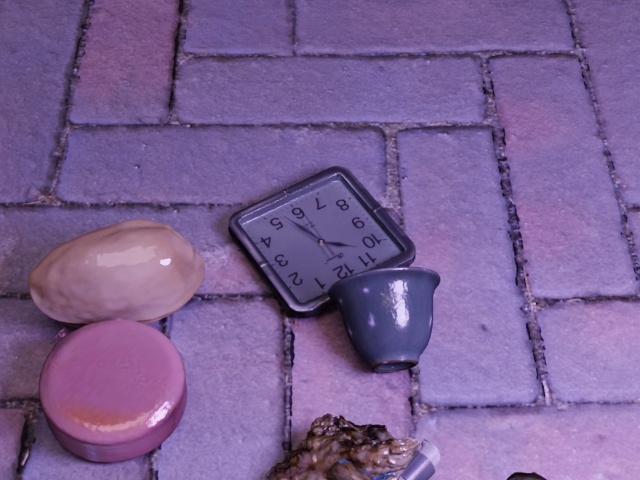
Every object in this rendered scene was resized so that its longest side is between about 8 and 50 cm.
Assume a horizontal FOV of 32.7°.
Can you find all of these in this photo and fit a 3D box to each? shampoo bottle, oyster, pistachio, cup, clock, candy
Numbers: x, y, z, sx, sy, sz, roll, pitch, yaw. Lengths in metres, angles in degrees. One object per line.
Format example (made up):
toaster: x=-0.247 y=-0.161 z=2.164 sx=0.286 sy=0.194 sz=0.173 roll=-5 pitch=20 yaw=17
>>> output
shampoo bottle: x=0.121 y=0.396 z=1.727 sx=0.074 sy=0.074 sz=0.192 roll=37 pitch=58 yaw=25
oyster: x=0.025 y=0.346 z=1.719 sx=0.223 sy=0.083 sz=0.214 roll=-32 pitch=25 yaw=-20
pistachio: x=-0.353 y=0.065 z=1.924 sx=0.299 sy=0.187 sz=0.187 roll=-16 pitch=53 yaw=-6
cup: x=0.118 y=0.146 z=1.878 sx=0.199 sy=0.199 sz=0.150 roll=-5 pitch=70 yaw=-5
clock: x=0.000 y=0.000 z=2.054 sx=0.273 sy=0.049 sz=0.279 roll=-26 pitch=56 yaw=-19
candy: x=-0.350 y=0.243 z=1.825 sx=0.255 sy=0.094 sz=0.255 roll=1 pitch=51 yaw=-1

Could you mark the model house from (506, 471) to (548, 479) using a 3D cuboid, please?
model house: x=0.248 y=0.553 z=1.441 sx=0.339 sy=0.297 sz=0.360 roll=-27 pitch=58 yaw=-29
